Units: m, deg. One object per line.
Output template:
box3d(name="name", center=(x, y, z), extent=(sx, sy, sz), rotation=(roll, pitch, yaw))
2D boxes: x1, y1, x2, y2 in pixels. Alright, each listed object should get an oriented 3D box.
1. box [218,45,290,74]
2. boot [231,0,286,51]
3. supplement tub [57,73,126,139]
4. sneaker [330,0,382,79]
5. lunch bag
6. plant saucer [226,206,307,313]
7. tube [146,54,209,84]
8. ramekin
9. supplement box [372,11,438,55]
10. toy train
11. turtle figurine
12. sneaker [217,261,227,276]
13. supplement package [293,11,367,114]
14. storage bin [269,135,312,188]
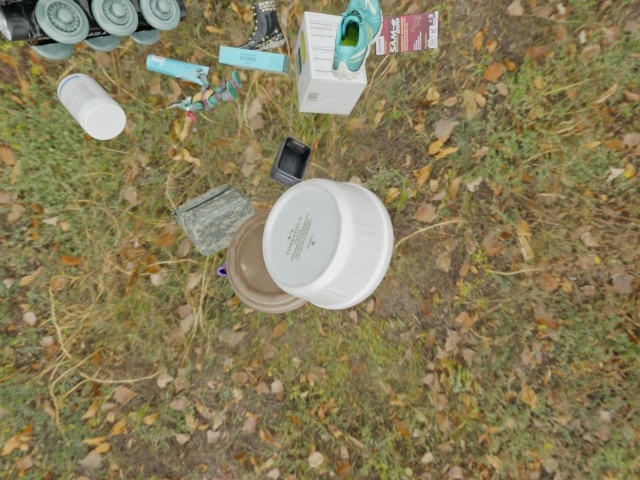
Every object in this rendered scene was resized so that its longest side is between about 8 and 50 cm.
box3d(name="box", center=(-0.244, -0.671, 1.553), extent=(0.245, 0.100, 0.060), rotation=(11, 106, 7))
box3d(name="boot", center=(-0.272, -0.877, 1.723), extent=(0.237, 0.085, 0.178), rotation=(-16, 125, -6))
box3d(name="supplement tub", center=(-0.389, -0.228, 0.708), extent=(0.071, 0.071, 0.107), rotation=(-48, 66, 5))
box3d(name="sneaker", center=(0.094, -0.536, 1.046), extent=(0.107, 0.110, 0.275), rotation=(10, 70, 10))
box3d(name="lunch bag", center=(-0.472, -0.110, 1.839), extent=(0.305, 0.256, 0.212), rotation=(-32, 136, -21))
box3d(name="plant saucer", center=(-0.114, 0.042, 1.040), extent=(0.278, 0.041, 0.277), rotation=(-3, 75, 13))
box3d(name="tube", center=(-0.519, -0.624, 1.514), extent=(0.207, 0.052, 0.080), rotation=(12, 78, -6))
box3d(name="ramekin", center=(0.000, 0.000, 0.839), extent=(0.273, 0.127, 0.272), rotation=(-11, 73, 39))
box3d(name="supplement box", center=(0.321, -0.793, 1.594), extent=(0.240, 0.073, 0.130), rotation=(-8, 119, 0))
box3d(name="toy train", center=(-0.408, -0.450, 0.743), extent=(0.334, 0.142, 0.190), rotation=(-32, 114, -36))
box3d(name="turtle figurine", center=(-0.378, -0.476, 1.354), extent=(0.234, 0.118, 0.175), rotation=(-8, 65, 17))
box3d(name="sneaker", center=(-0.283, 0.117, 1.453), extent=(0.170, 0.071, 0.068), rotation=(3, 106, 23))
box3d(name="supplement package", center=(0.027, -0.618, 1.475), extent=(0.198, 0.199, 0.262), rotation=(-1, 75, -16))
box3d(name="storage bin", center=(-0.122, -0.319, 1.703), extent=(0.122, 0.084, 0.180), rotation=(25, 60, -17))
